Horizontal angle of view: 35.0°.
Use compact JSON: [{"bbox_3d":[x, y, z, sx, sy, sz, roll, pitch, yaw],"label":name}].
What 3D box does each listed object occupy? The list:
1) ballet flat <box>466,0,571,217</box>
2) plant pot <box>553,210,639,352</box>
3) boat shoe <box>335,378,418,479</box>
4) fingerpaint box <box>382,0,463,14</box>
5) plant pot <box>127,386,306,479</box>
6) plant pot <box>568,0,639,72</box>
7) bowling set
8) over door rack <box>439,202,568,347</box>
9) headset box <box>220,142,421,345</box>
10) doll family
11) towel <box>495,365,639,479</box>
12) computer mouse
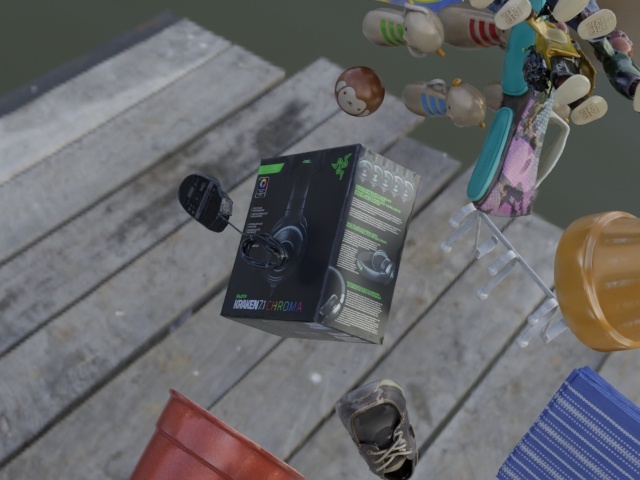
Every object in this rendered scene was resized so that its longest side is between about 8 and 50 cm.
[{"bbox_3d":[0.205,-0.127,0.966,0.079,0.221,0.077,12,10,-16],"label":"ballet flat"},{"bbox_3d":[0.469,0.050,1.434,0.205,0.188,0.205,9,76,-37],"label":"plant pot"},{"bbox_3d":[0.128,0.366,1.905,0.132,0.355,0.130,-29,59,2],"label":"boat shoe"},{"bbox_3d":[0.042,-0.582,1.584,0.445,0.371,0.163,9,21,-15],"label":"fingerpaint box"},{"bbox_3d":[-0.206,0.425,1.651,0.272,0.272,0.265,30,77,15],"label":"plant pot"},{"bbox_3d":[0.251,-0.333,1.112,0.274,0.256,0.256,26,42,38],"label":"plant pot"},{"bbox_3d":[0.128,-0.182,1.055,0.200,0.287,0.154,-45,27,-11],"label":"bowling set"},{"bbox_3d":[0.333,0.078,1.838,0.108,0.324,0.239,-38,71,5],"label":"over door rack"},{"bbox_3d":[0.000,0.000,1.517,0.131,0.246,0.283,24,75,-35],"label":"headset box"},{"bbox_3d":[0.144,-0.141,0.644,0.193,0.076,0.111,46,24,-30],"label":"doll family"},{"bbox_3d":[0.517,0.428,1.982,0.243,0.336,0.040,39,35,17],"label":"towel"},{"bbox_3d":[-0.124,-0.027,1.477,0.242,0.071,0.041,39,19,34],"label":"computer mouse"}]
